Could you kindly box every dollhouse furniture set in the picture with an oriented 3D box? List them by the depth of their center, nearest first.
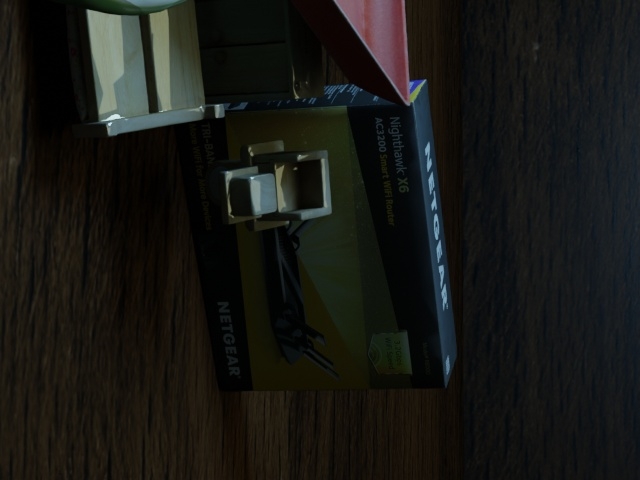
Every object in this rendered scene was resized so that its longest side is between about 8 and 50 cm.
[{"bbox_3d":[-0.173,-0.139,1.327,0.355,0.173,0.303,-14,101,-51],"label":"dollhouse furniture set"}]

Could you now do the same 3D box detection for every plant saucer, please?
[{"bbox_3d":[-0.002,-0.277,1.380,0.259,0.047,0.258,49,29,-41],"label":"plant saucer"}]

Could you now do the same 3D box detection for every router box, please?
[{"bbox_3d":[0.000,0.000,1.589,0.081,0.243,0.309,-60,144,-64],"label":"router box"}]

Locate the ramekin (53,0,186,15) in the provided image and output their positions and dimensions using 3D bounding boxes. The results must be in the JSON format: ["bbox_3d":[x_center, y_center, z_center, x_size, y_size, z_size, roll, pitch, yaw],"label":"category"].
[{"bbox_3d":[-0.146,-0.294,1.029,0.303,0.148,0.303,-35,136,-43],"label":"ramekin"}]
